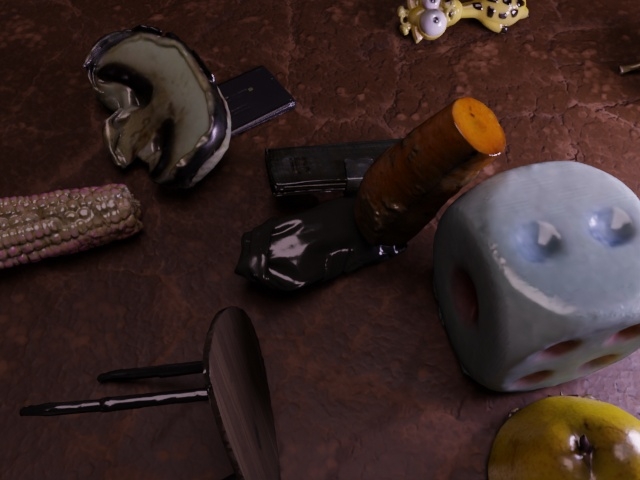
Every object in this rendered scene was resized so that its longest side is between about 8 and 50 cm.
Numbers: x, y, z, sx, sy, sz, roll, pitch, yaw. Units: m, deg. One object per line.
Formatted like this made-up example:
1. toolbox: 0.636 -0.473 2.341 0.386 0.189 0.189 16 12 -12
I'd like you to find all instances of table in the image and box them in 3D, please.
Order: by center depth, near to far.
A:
1. table: -0.212 0.242 0.980 0.248 0.317 0.318 -14 59 4

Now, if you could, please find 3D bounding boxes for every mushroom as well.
1. mushroom: -0.293 -0.235 1.311 0.247 0.130 0.344 -47 67 0

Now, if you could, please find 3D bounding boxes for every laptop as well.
1. laptop: -0.162 -0.270 1.396 0.197 0.016 0.135 -29 63 -19

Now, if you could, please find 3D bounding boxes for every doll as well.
1. doll: 0.306 -0.491 1.520 0.290 0.086 0.117 -9 89 -7

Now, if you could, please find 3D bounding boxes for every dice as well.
1. dice: 0.335 0.059 1.078 0.262 0.268 0.265 -11 59 -10

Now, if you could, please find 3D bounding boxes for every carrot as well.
1. carrot: 0.149 -0.098 1.085 0.138 0.302 0.139 15 55 -22

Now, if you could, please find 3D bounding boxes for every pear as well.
1. pear: 0.379 0.312 0.983 0.266 0.178 0.267 2 63 -4

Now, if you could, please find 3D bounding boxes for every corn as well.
1. corn: -0.462 -0.018 1.170 0.334 0.127 0.127 -9 59 -13

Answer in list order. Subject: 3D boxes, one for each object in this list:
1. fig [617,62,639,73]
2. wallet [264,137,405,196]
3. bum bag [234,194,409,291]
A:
1. fig: 0.766 -0.348 1.424 0.186 0.204 0.249 18 15 -29
2. wallet: 0.063 -0.136 1.276 0.316 0.044 0.169 -4 31 -8
3. bum bag: 0.000 0.000 1.200 0.326 0.080 0.142 -17 67 -28
